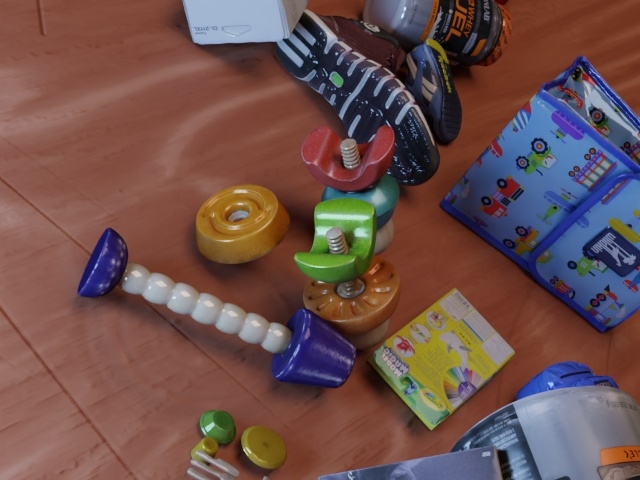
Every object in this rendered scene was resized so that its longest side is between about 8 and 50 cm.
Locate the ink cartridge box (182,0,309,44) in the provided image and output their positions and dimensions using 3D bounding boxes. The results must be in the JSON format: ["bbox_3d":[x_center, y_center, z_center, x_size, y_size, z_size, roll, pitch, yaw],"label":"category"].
[{"bbox_3d":[-0.080,-0.318,1.551,0.127,0.072,0.175,0,37,17],"label":"ink cartridge box"}]

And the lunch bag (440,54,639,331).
[{"bbox_3d":[0.336,-0.037,1.533,0.293,0.221,0.138,44,40,7],"label":"lunch bag"}]

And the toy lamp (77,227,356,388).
[{"bbox_3d":[-0.094,0.071,1.216,0.275,0.080,0.080,26,41,-16],"label":"toy lamp"}]

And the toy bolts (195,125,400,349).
[{"bbox_3d":[0.000,0.000,1.352,0.218,0.158,0.228,6,45,23],"label":"toy bolts"}]

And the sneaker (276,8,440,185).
[{"bbox_3d":[0.084,-0.197,1.587,0.162,0.106,0.281,-20,66,-49],"label":"sneaker"}]

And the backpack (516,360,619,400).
[{"bbox_3d":[0.285,0.189,1.377,0.098,0.101,0.120,2,48,-44],"label":"backpack"}]

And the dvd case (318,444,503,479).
[{"bbox_3d":[0.094,0.297,1.088,0.164,0.018,0.221,-11,63,4],"label":"dvd case"}]

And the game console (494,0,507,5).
[{"bbox_3d":[0.159,-0.546,2.010,0.386,0.060,0.342,30,41,-12],"label":"game console"}]

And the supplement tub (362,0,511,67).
[{"bbox_3d":[0.164,-0.307,1.741,0.190,0.117,0.117,10,48,-30],"label":"supplement tub"}]

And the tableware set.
[{"bbox_3d":[-0.051,0.219,1.153,0.154,0.024,0.104,30,37,-8],"label":"tableware set"}]

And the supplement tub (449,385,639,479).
[{"bbox_3d":[0.258,0.320,1.146,0.207,0.207,0.338,6,50,-33],"label":"supplement tub"}]

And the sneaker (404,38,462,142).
[{"bbox_3d":[0.148,-0.195,1.678,0.053,0.059,0.144,11,63,-56],"label":"sneaker"}]

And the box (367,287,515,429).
[{"bbox_3d":[0.128,0.131,1.357,0.105,0.043,0.179,48,38,10],"label":"box"}]
